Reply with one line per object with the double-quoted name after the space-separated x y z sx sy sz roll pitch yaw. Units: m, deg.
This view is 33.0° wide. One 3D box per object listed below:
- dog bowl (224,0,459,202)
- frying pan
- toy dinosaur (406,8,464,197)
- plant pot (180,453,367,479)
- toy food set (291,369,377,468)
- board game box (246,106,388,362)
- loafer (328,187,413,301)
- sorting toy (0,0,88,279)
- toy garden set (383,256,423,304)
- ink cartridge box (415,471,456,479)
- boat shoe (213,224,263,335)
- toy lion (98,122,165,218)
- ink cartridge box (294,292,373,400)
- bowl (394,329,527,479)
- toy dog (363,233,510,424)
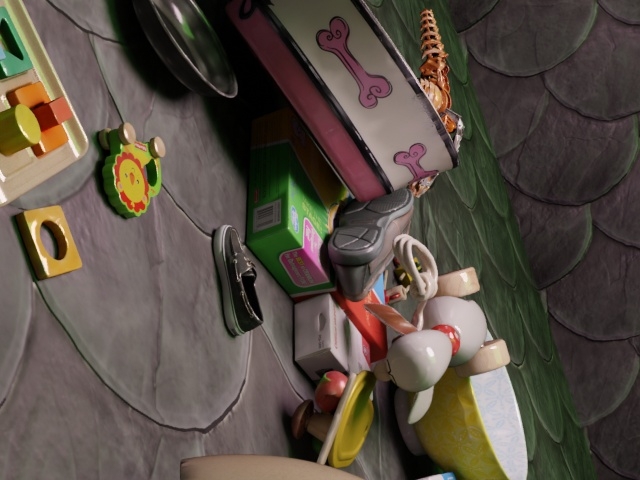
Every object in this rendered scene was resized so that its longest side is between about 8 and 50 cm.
0.019 -0.229 1.525 0.408 0.150 0.408 55 3 -4 "dog bowl"
-0.203 -0.306 1.306 0.326 0.053 0.197 56 15 -14 "frying pan"
0.164 -0.247 1.975 0.164 0.219 0.321 55 50 -63 "toy dinosaur"
0.001 0.307 0.910 0.284 0.191 0.284 169 -90 -85 "plant pot"
0.013 0.214 1.355 0.218 0.071 0.128 38 70 -72 "toy food set"
0.000 0.000 1.558 0.316 0.064 0.242 53 26 -42 "board game box"
0.071 -0.001 1.548 0.267 0.096 0.084 -50 139 -61 "loafer"
-0.275 -0.135 0.952 0.347 0.047 0.196 67 19 -13 "sorting toy"
0.123 0.018 1.903 0.203 0.049 0.244 67 19 -10 "toy garden set"
0.167 0.442 1.571 0.140 0.082 0.190 19 53 -67 "ink cartridge box"
-0.095 0.044 1.289 0.049 0.040 0.142 36 39 -59 "boat shoe"
-0.197 -0.069 1.137 0.100 0.034 0.096 20 60 -67 "toy lion"
0.018 0.152 1.472 0.135 0.056 0.099 54 25 -41 "ink cartridge box"
0.212 0.272 1.741 0.289 0.156 0.289 53 26 -41 "bowl"
0.133 0.137 1.482 0.334 0.161 0.220 23 50 -58 "toy dog"
